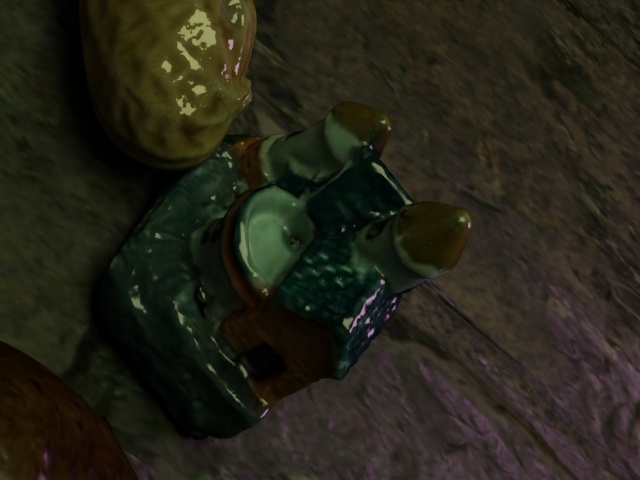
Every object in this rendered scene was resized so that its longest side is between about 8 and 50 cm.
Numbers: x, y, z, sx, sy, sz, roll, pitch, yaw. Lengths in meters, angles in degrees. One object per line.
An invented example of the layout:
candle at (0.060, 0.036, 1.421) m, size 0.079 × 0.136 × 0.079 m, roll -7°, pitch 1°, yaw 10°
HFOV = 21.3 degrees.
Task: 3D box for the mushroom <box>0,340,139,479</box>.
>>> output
mushroom at (-0.269, 0.204, 0.942) m, size 0.334 × 0.331 × 0.356 m, roll 19°, pitch 42°, yaw -10°

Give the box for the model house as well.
model house at (0.000, 0.000, 1.357) m, size 0.184 × 0.291 × 0.253 m, roll 55°, pitch 43°, yaw -15°

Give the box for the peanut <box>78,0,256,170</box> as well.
peanut at (-0.131, -0.213, 1.432) m, size 0.140 × 0.153 × 0.325 m, roll 64°, pitch 23°, yaw -65°
